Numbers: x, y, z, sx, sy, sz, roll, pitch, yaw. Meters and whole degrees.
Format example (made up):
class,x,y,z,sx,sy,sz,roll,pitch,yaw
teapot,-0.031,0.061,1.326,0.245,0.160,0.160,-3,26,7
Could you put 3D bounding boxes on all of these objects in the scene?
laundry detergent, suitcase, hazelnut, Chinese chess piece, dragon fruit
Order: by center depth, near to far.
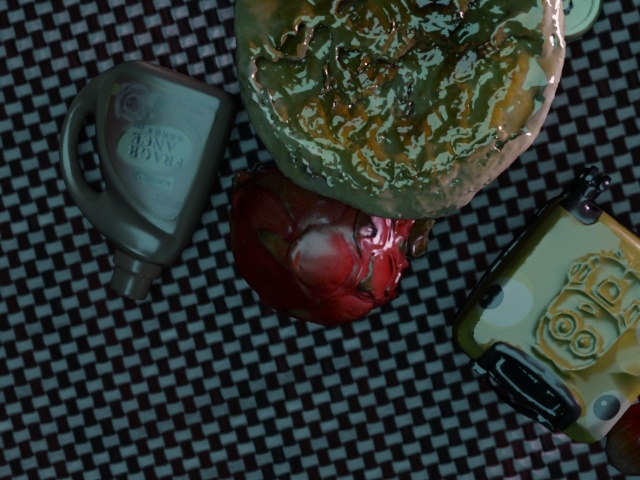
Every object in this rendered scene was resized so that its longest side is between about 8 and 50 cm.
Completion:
class,x,y,z,sx,sy,sz,roll,pitch,yaw
suitcase,0.259,0.069,1.384,0.194,0.143,0.235,40,94,1
dragon fruit,0.000,0.000,1.392,0.209,0.172,0.172,16,94,13
hazelnut,0.332,0.208,1.421,0.086,0.086,0.086,0,93,4
Chinese chess piece,0.249,-0.248,1.424,0.084,0.034,0.084,0,94,5
laundry detergent,-0.198,-0.069,1.447,0.171,0.076,0.237,22,96,4

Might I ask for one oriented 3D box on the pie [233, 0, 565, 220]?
class,x,y,z,sx,sy,sz,roll,pitch,yaw
pie,0.072,-0.188,1.296,0.339,0.077,0.339,-1,85,6
